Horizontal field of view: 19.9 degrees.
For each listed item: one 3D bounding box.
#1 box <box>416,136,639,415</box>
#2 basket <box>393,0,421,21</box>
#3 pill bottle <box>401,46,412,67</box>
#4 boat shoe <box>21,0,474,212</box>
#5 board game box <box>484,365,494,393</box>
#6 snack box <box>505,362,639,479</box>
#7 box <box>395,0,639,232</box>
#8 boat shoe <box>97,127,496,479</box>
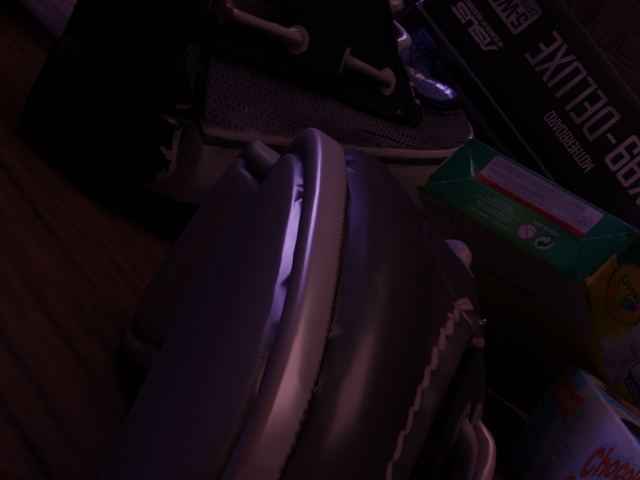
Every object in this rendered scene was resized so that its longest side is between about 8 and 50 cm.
[{"bbox_3d":[0.112,0.042,0.857,0.105,0.043,0.179,34,-24,37],"label":"box"},{"bbox_3d":[0.051,-0.182,1.428,0.154,0.227,0.204,28,11,-45],"label":"basket"},{"bbox_3d":[-0.029,-0.107,1.075,0.215,0.117,0.117,34,9,-21],"label":"pill bottle"},{"bbox_3d":[0.006,-0.106,0.867,0.127,0.158,0.340,26,14,21],"label":"boat shoe"},{"bbox_3d":[0.000,0.000,0.922,0.136,0.030,0.259,32,10,-17],"label":"board game box"},{"bbox_3d":[0.230,0.182,0.745,0.322,0.060,0.187,35,7,-11],"label":"snack box"},{"bbox_3d":[0.135,-0.060,1.195,0.242,0.076,0.307,53,-6,-5],"label":"box"},{"bbox_3d":[0.006,0.037,0.465,0.095,0.112,0.335,31,6,-7],"label":"boat shoe"}]
